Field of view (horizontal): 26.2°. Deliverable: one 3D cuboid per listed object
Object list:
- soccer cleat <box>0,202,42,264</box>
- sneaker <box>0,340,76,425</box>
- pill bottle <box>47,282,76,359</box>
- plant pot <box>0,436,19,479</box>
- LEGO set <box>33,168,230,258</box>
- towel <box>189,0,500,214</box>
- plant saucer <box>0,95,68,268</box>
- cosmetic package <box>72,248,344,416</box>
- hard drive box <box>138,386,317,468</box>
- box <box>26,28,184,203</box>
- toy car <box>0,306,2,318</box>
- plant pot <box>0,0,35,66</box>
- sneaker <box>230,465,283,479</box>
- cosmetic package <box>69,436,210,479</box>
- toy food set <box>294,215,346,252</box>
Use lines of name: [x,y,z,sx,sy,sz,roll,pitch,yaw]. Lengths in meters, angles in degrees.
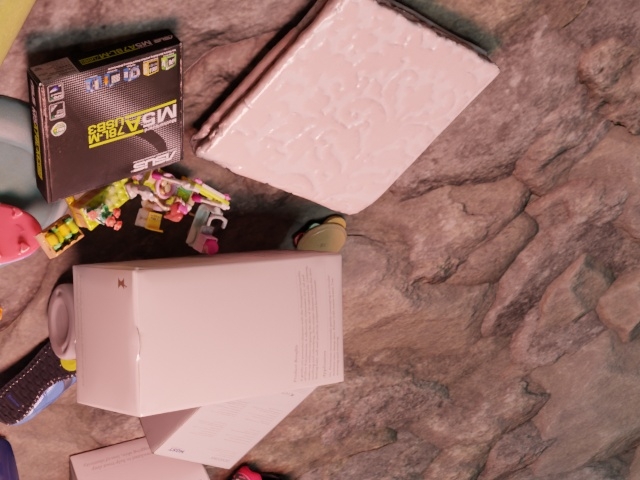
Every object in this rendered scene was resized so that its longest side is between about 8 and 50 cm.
soccer cleat: [-0.466,0.006,1.681,0.248,0.083,0.095,-11,172,-30]
sneaker: [-0.393,0.194,2.031,0.209,0.069,0.082,-39,176,2]
pill bottle: [-0.279,0.112,1.953,0.193,0.108,0.108,0,135,-32]
plant pot: [-0.592,0.405,2.018,0.236,0.236,0.212,-36,136,13]
LEGO set: [-0.219,-0.038,1.759,0.287,0.107,0.132,-3,106,-48]
towel: [0.036,-0.183,1.842,0.332,0.053,0.317,20,122,-45]
plant saucer: [-0.452,-0.049,1.709,0.317,0.044,0.318,-17,143,-13]
cosmetic package: [-0.146,0.116,1.888,0.365,0.155,0.197,-2,93,-42]
hard drive box: [-0.150,0.258,2.224,0.232,0.089,0.181,-45,140,21]
box: [-0.257,-0.150,1.670,0.190,0.045,0.184,-20,136,-26]
toy car: [-0.481,0.101,1.871,0.060,0.040,0.122,-34,143,9]
plant pot: [-0.399,-0.242,1.355,0.254,0.276,0.276,-50,139,11]
sneaker: [-0.074,0.495,2.543,0.299,0.121,0.112,28,87,-56]
cosmetic package: [-0.313,0.508,2.373,0.217,0.156,0.385,-11,139,-21]
toy food set: [0.000,0.000,2.065,0.082,0.020,0.083,-17,143,-14]
